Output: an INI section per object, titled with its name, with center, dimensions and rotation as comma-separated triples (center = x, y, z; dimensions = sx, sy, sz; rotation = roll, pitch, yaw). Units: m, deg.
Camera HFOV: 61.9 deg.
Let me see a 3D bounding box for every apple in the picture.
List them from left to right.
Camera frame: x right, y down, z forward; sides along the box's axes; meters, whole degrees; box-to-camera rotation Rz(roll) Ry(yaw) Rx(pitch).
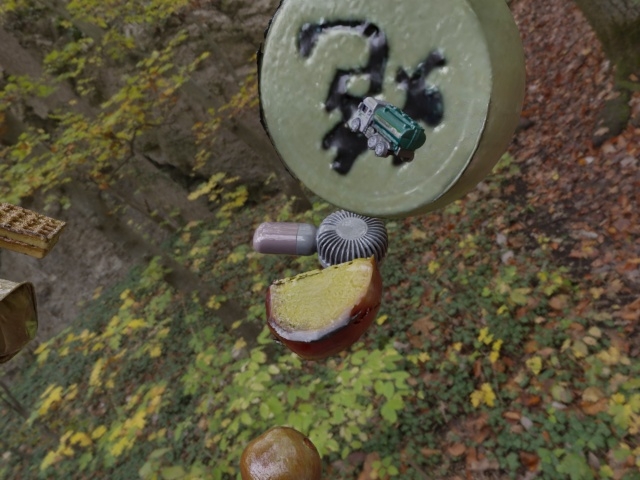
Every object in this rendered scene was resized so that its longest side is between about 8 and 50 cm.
[apple]
center = -0.102, 0.588, 1.373
dimensions = 0.211, 0.188, 0.211
rotation = -23, -42, -22

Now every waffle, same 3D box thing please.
[waffle]
center = -0.494, -0.023, 0.847
dimensions = 0.102, 0.148, 0.042
rotation = -121, 52, -68

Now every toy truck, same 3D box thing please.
[toy truck]
center = 0.065, -0.107, 0.510
dimensions = 0.083, 0.039, 0.044
rotation = 55, 130, 45

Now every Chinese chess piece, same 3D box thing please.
[Chinese chess piece]
center = 0.083, -0.199, 0.702
dimensions = 0.349, 0.349, 0.146
rotation = -45, -9, 37

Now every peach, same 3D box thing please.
[peach]
center = 0.011, 0.091, 0.722
dimensions = 0.172, 0.127, 0.092
rotation = -33, -42, -12

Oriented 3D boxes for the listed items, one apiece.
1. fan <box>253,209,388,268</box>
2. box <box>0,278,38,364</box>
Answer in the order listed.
[fan]
center = 0.000, 0.000, 0.962
dimensions = 0.074, 0.245, 0.130
rotation = 85, -169, -48
[box]
center = -0.575, 0.147, 0.978
dimensions = 0.111, 0.111, 0.177
rotation = -51, -15, -48
